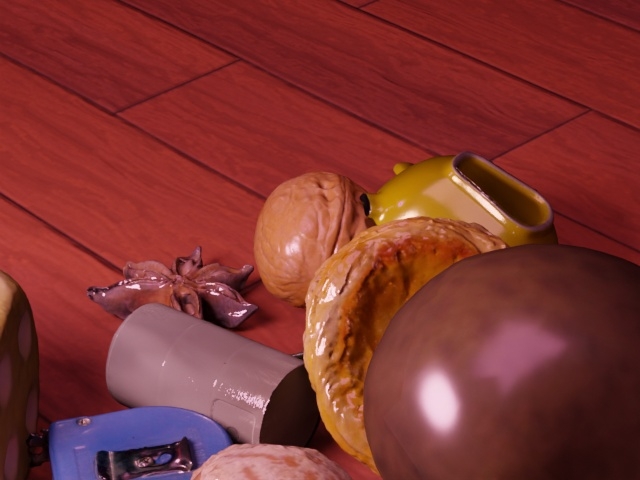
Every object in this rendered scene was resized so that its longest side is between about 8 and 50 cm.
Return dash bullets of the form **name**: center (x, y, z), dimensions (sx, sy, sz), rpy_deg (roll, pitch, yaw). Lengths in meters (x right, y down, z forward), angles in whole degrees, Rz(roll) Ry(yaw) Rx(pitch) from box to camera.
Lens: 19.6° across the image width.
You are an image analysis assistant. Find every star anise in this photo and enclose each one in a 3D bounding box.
- **star anise**: center (-0.163, 0.067, 2.293), dimensions (0.208, 0.063, 0.172), rpy_deg (16, 32, 32)

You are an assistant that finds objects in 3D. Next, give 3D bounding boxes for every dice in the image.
- **dice**: center (-0.433, 0.165, 1.991), dimensions (0.227, 0.233, 0.238), rpy_deg (2, 33, 5)

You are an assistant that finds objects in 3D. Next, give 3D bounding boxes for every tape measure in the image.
- **tape measure**: center (-0.179, 0.298, 1.894), dimensions (0.215, 0.098, 0.351), rpy_deg (-9, 35, -9)

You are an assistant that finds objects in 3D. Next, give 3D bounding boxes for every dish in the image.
- **dish**: center (0.194, -0.029, 2.264), dimensions (0.262, 0.108, 0.221), rpy_deg (38, 29, 9)

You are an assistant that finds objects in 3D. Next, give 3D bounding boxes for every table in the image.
- **table**: center (-0.118, 0.160, 2.073), dimensions (0.220, 0.126, 0.126), rpy_deg (19, 38, 31)

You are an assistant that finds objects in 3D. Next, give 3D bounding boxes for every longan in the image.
- **longan**: center (0.236, 0.177, 1.799), dimensions (0.404, 0.336, 0.404), rpy_deg (29, 27, -16)

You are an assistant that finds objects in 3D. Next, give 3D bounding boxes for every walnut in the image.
- **walnut**: center (0.000, 0.000, 2.293), dimensions (0.165, 0.165, 0.197), rpy_deg (3, 36, 9)

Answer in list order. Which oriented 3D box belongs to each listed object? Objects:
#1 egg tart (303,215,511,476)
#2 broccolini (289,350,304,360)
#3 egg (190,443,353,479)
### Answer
- **egg tart**: center (0.123, 0.128, 2.045), dimensions (0.319, 0.319, 0.128), rpy_deg (-10, -10, -11)
- **broccolini**: center (-0.020, 0.128, 2.179), dimensions (0.201, 0.074, 0.058), rpy_deg (-3, 49, 4)
- **egg**: center (-0.036, 0.302, 1.781), dimensions (0.203, 0.203, 0.245), rpy_deg (-27, 46, -34)
